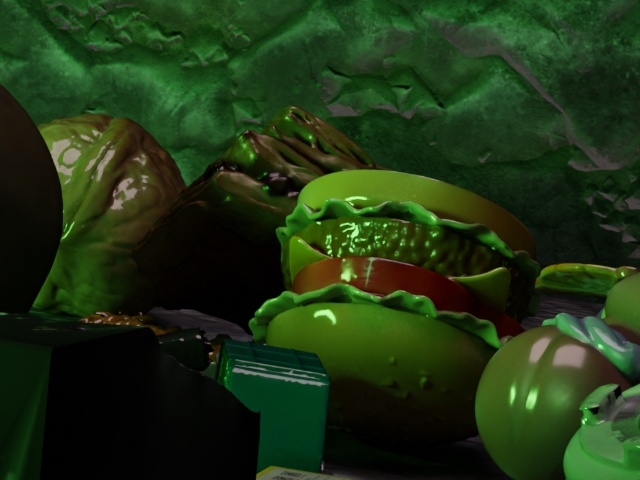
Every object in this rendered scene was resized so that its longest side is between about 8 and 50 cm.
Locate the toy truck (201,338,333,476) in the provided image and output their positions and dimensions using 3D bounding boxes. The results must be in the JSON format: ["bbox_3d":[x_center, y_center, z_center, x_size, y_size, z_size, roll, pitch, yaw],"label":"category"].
[{"bbox_3d":[-0.047,0.147,1.316,0.114,0.124,0.253,10,6,-7],"label":"toy truck"}]

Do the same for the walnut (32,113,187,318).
[{"bbox_3d":[-0.293,-0.029,2.114,0.252,0.277,0.313,-29,7,10],"label":"walnut"}]

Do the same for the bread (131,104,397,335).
[{"bbox_3d":[0.000,0.000,1.845,0.370,0.191,0.314,22,-30,-19],"label":"bread"}]

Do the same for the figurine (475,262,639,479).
[{"bbox_3d":[0.282,0.128,1.351,0.276,0.248,0.388,27,-4,8],"label":"figurine"}]

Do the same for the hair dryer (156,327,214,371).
[{"bbox_3d":[-0.209,0.108,1.313,0.251,0.089,0.197,-14,7,-3],"label":"hair dryer"}]

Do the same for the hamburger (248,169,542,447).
[{"bbox_3d":[0.071,0.082,1.548,0.274,0.212,0.274,12,-24,5],"label":"hamburger"}]

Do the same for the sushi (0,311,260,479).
[{"bbox_3d":[-0.159,0.129,0.774,0.212,0.215,0.227,9,6,19],"label":"sushi"}]

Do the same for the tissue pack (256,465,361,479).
[{"bbox_3d":[-0.019,0.198,1.082,0.095,0.062,0.176,7,5,16],"label":"tissue pack"}]

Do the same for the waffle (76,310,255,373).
[{"bbox_3d":[-0.149,0.120,1.753,0.293,0.069,0.260,8,4,20],"label":"waffle"}]

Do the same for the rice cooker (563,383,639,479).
[{"bbox_3d":[0.250,0.176,0.834,0.280,0.227,0.241,-12,9,12],"label":"rice cooker"}]

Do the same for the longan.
[{"bbox_3d":[-0.411,-0.018,1.535,0.361,0.361,0.361,8,5,-1],"label":"longan"}]
